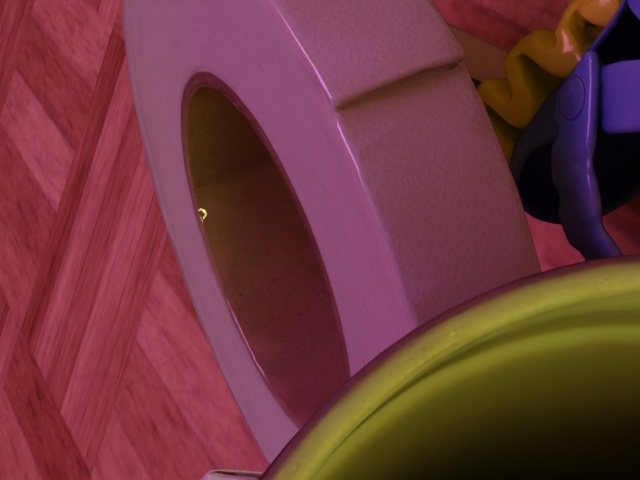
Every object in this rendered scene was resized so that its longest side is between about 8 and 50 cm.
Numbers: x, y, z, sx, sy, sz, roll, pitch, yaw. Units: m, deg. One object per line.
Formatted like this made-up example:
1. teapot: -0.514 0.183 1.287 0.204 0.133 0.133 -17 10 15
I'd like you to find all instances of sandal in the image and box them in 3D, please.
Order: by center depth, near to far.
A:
1. sandal: 0.178 -0.097 0.799 0.317 0.126 0.138 114 151 -42

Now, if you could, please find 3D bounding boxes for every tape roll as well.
1. tape roll: 0.000 0.000 0.951 0.392 0.072 0.392 57 159 36

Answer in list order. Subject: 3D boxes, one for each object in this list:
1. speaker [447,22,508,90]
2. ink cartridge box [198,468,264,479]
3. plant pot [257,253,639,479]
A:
1. speaker: 0.063 -0.095 1.007 0.055 0.136 0.055 -41 37 41
2. ink cartridge box: -0.075 0.291 1.141 0.283 0.117 0.207 -47 38 48
3. plant pot: 0.091 0.186 0.666 0.280 0.323 0.323 133 145 -76
